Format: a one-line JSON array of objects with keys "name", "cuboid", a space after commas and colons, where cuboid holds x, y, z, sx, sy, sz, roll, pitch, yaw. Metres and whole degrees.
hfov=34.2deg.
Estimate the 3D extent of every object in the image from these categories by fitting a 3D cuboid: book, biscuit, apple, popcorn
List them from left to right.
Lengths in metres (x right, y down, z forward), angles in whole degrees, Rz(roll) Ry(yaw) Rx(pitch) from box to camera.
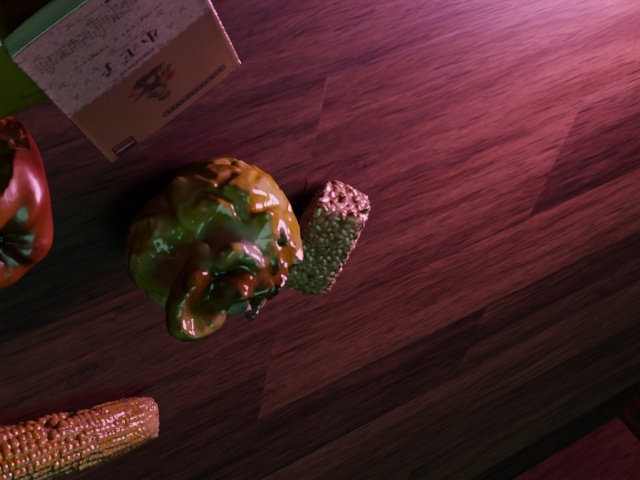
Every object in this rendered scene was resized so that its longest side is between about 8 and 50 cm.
[{"name": "apple", "cuboid": [-0.293, -0.031, 0.825, 0.156, 0.158, 0.147, -34, 166, -30]}, {"name": "book", "cuboid": [-0.135, -0.136, 0.760, 0.138, 0.016, 0.198, -38, 162, -4]}, {"name": "popcorn", "cuboid": [-0.112, 0.018, 1.089, 0.198, 0.212, 0.198, -3, 126, -4]}, {"name": "biscuit", "cuboid": [0.000, 0.000, 1.308, 0.070, 0.082, 0.168, -75, -171, -49]}]

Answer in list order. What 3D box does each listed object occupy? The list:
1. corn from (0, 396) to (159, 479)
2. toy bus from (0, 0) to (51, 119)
[{"name": "corn", "cuboid": [-0.327, 0.254, 1.301, 0.288, 0.086, 0.086, -12, 142, -41]}, {"name": "toy bus", "cuboid": [-0.214, -0.170, 0.752, 0.335, 0.123, 0.121, -27, 153, -22]}]
